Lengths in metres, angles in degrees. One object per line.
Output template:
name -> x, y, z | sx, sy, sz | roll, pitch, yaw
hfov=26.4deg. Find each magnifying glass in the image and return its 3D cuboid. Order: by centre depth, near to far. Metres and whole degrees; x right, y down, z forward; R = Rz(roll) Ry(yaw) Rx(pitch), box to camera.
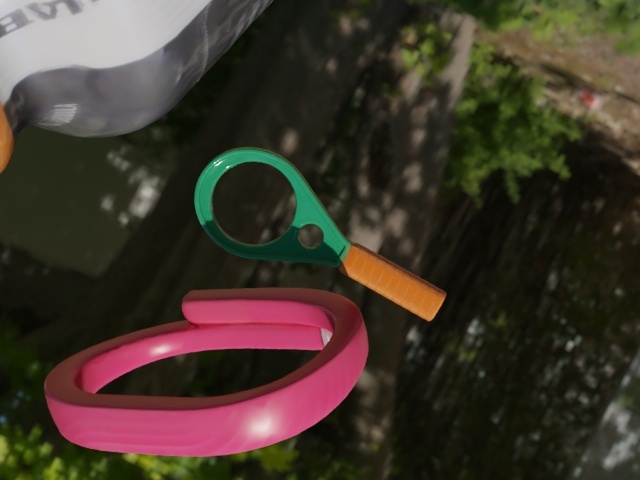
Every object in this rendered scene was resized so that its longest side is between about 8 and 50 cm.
magnifying glass -> 0.000, 0.000, 1.155 | 0.231, 0.092, 0.026 | 30, -172, -1

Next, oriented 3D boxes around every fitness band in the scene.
fitness band -> -0.096, 0.109, 1.146 | 0.291, 0.054, 0.209 | -3, -156, 33

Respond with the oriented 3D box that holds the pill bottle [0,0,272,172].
pill bottle -> -0.050, -0.116, 0.356 | 0.130, 0.246, 0.130 | 33, 158, 15
